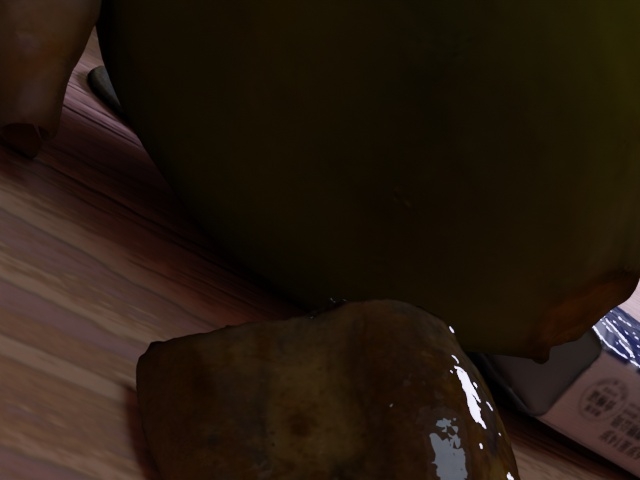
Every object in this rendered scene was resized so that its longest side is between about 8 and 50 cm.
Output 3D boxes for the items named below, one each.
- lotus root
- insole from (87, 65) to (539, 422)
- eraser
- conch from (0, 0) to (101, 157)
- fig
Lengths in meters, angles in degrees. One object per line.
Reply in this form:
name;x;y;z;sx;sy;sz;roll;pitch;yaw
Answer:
lotus root;0.019;0.084;0.619;0.159;0.095;0.135;24;21;-22
insole;0.000;0.000;1.006;0.348;0.009;0.119;38;15;6
eraser;0.176;0.083;1.017;0.210;0.068;0.124;31;16;-43
conch;-0.161;-0.177;0.788;0.127;0.255;0.158;10;-15;-25
fig;0.054;-0.108;0.865;0.343;0.343;0.343;34;14;-10
